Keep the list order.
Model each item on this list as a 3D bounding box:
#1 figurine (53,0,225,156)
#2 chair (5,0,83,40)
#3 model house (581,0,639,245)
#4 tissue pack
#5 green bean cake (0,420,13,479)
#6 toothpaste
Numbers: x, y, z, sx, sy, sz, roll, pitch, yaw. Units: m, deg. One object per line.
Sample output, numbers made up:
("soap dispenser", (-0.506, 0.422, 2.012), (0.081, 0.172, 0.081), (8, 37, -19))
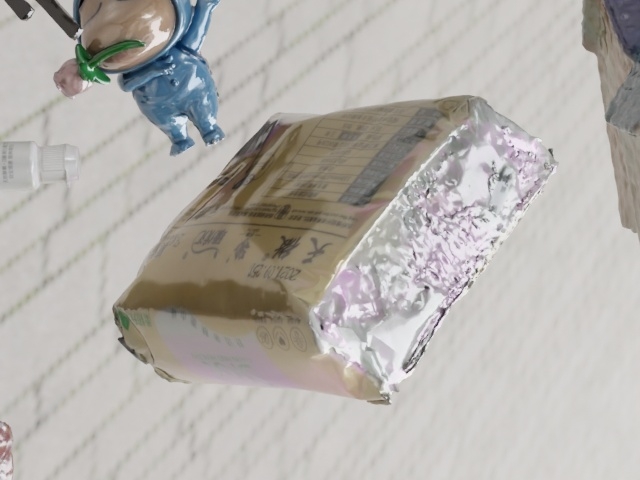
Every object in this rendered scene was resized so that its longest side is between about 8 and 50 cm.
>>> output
("figurine", (-0.144, -0.151, 1.486), (0.178, 0.114, 0.144), (64, 32, -14))
("chair", (-0.240, -0.247, 1.304), (0.101, 0.212, 0.084), (-54, 158, 8))
("model house", (0.357, -0.143, 1.529), (0.312, 0.245, 0.280), (-116, -165, -79))
("tissue pack", (0.000, 0.000, 1.173), (0.123, 0.257, 0.215), (47, 65, -21))
("green bean cake", (-0.480, 0.282, 2.240), (0.233, 0.097, 0.198), (-8, 100, -57))
("toothpaste", (-0.247, -0.045, 1.129), (0.031, 0.190, 0.048), (-108, -165, -82))
